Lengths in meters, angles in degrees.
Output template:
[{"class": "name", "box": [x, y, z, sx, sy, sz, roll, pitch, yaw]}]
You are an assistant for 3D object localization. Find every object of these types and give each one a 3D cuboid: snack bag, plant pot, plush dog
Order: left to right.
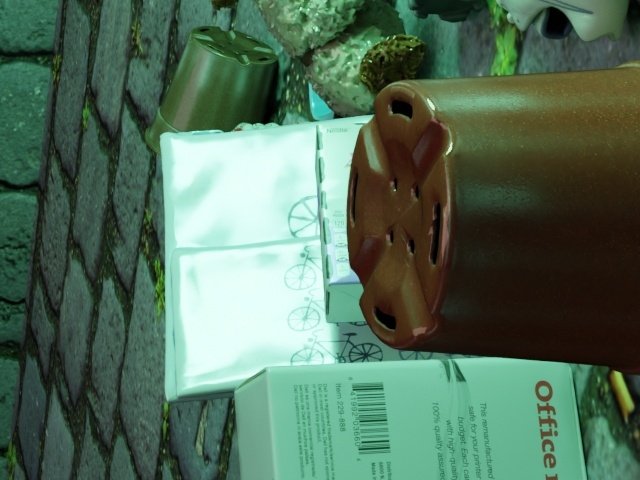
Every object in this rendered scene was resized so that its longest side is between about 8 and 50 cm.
[{"class": "plant pot", "box": [-0.141, -0.196, 2.307, 0.167, 0.167, 0.165, -123, 46, -56]}, {"class": "snack bag", "box": [0.000, 0.000, 1.684, 0.037, 0.323, 0.342, 81, -176, -53]}, {"class": "plush dog", "box": [0.020, -0.229, 1.827, 0.225, 0.210, 0.262, 60, 174, -1]}, {"class": "plant pot", "box": [0.175, -0.017, 1.286, 0.272, 0.265, 0.272, 180, 90, -70]}]

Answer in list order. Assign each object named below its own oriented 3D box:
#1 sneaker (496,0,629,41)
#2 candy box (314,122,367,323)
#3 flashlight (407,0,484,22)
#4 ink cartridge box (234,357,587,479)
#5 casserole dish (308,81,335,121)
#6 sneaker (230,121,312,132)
[{"class": "sneaker", "box": [0.183, -0.250, 1.505, 0.297, 0.111, 0.129, -141, 49, -66]}, {"class": "candy box", "box": [0.080, -0.021, 1.614, 0.070, 0.165, 0.196, 91, 176, -53]}, {"class": "flashlight", "box": [0.116, -0.381, 1.689, 0.103, 0.103, 0.304, 158, 112, -65]}, {"class": "ink cartridge box", "box": [0.082, 0.219, 1.502, 0.121, 0.289, 0.211, 140, 128, -67]}, {"class": "casserole dish", "box": [0.019, -0.231, 2.036, 0.114, 0.037, 0.188, 157, 113, -68]}, {"class": "sneaker", "box": [-0.078, -0.066, 2.136, 0.270, 0.145, 0.090, 123, 142, -55]}]
